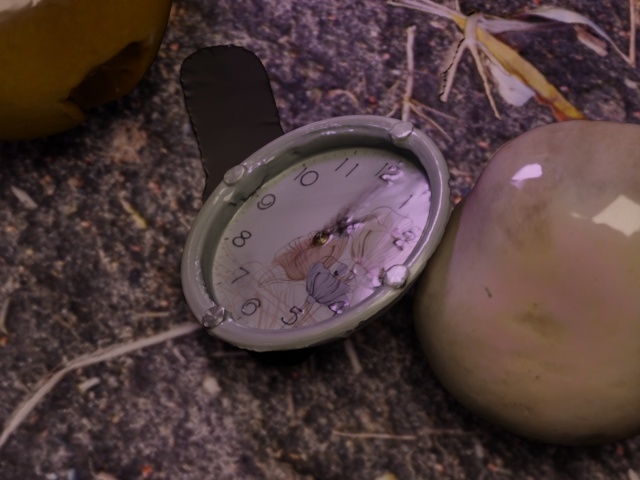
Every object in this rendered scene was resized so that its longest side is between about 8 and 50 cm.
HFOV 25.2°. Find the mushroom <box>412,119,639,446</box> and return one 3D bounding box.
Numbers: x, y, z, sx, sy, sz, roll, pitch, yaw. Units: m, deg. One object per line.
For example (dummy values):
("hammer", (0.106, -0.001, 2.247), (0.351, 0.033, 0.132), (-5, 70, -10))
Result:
("mushroom", (0.204, 0.028, 1.129), (0.260, 0.234, 0.254), (-12, 101, 20))

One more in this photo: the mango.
("mango", (-0.238, -0.253, 1.216), (0.252, 0.182, 0.365), (18, 65, -2))

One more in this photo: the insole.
("insole", (-0.059, -0.037, 1.230), (0.109, 0.007, 0.322), (-8, 62, -14))

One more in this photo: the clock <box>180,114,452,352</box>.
("clock", (0.000, 0.000, 1.147), (0.236, 0.053, 0.236), (-16, 44, 17))
